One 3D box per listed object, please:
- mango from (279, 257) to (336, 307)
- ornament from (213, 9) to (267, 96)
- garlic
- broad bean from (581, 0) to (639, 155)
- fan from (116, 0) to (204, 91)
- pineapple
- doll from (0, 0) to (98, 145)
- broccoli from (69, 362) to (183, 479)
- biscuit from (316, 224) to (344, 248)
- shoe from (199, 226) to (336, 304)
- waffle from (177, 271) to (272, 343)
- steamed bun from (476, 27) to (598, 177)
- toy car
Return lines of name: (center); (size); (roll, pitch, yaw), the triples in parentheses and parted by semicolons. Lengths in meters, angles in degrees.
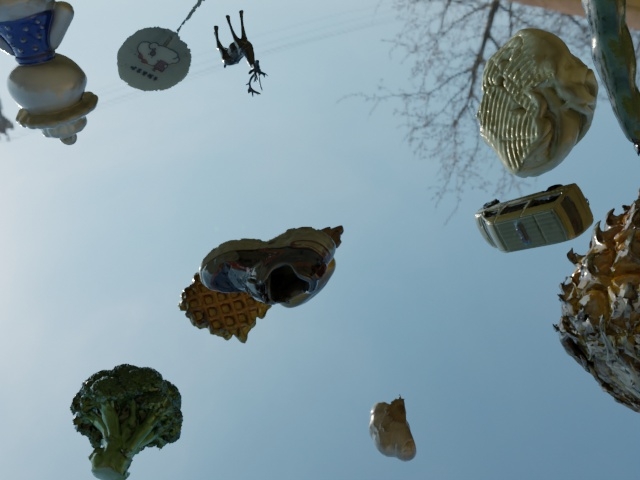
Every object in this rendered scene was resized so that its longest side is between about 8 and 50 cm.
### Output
mango: (-0.038, 0.106, 1.646); (0.098, 0.195, 0.137); (58, -165, 15)
ornament: (-0.119, -0.269, 0.911); (0.073, 0.125, 0.028); (-24, 179, 43)
garlic: (0.125, 0.341, 1.085); (0.074, 0.094, 0.113); (-12, -140, -23)
broad bean: (0.337, -0.226, 0.707); (0.043, 0.297, 0.060); (-25, -156, 3)
fan: (-0.372, -0.499, 1.521); (0.191, 0.329, 0.009); (19, -146, -46)
pineapple: (0.502, 0.089, 0.821); (0.300, 0.352, 0.352); (-44, -128, -13)
doll: (-0.393, -0.262, 0.843); (0.139, 0.293, 0.119); (-13, -142, -6)
broccoli: (-0.440, 0.416, 1.390); (0.270, 0.269, 0.270); (4, -140, -2)
biscuit: (0.000, 0.000, 1.630); (0.130, 0.019, 0.119); (6, -130, 41)
shoe: (-0.084, 0.062, 0.957); (0.228, 0.099, 0.125); (-15, -132, 16)
waffle: (-0.258, 0.160, 1.718); (0.244, 0.058, 0.237); (24, -121, -1)
steamed bun: (0.512, -0.310, 1.414); (0.204, 0.276, 0.288); (-8, -108, -29)
toy car: (0.421, -0.036, 1.275); (0.124, 0.101, 0.257); (-35, -169, -35)
